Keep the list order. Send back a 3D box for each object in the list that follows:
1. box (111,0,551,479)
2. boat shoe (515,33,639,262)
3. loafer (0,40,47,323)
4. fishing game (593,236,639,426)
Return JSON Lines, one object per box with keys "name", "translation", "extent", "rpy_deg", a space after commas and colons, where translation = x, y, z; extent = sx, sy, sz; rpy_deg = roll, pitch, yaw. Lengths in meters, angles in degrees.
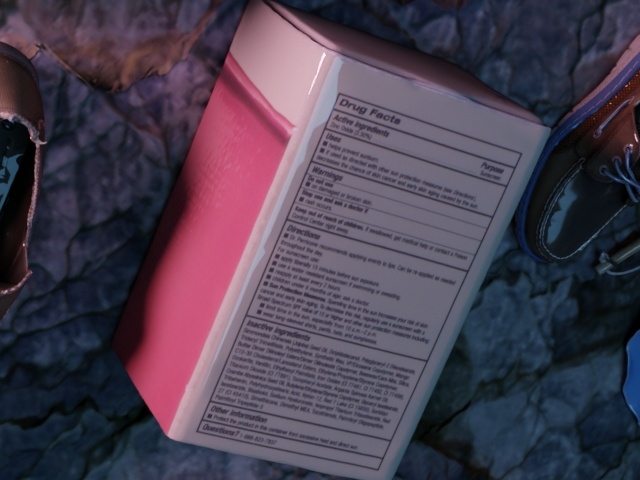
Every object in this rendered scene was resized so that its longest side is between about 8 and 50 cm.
{"name": "box", "translation": [0.000, 0.000, 0.985], "extent": [0.148, 0.127, 0.232], "rpy_deg": [16, 105, -28]}
{"name": "boat shoe", "translation": [0.189, -0.059, 1.076], "extent": [0.066, 0.066, 0.183], "rpy_deg": [29, 98, -29]}
{"name": "loafer", "translation": [-0.208, 0.018, 0.925], "extent": [0.094, 0.087, 0.251], "rpy_deg": [10, 108, -27]}
{"name": "fishing game", "translation": [0.299, 0.077, 1.201], "extent": [0.189, 0.041, 0.264], "rpy_deg": [-28, 121, -7]}
